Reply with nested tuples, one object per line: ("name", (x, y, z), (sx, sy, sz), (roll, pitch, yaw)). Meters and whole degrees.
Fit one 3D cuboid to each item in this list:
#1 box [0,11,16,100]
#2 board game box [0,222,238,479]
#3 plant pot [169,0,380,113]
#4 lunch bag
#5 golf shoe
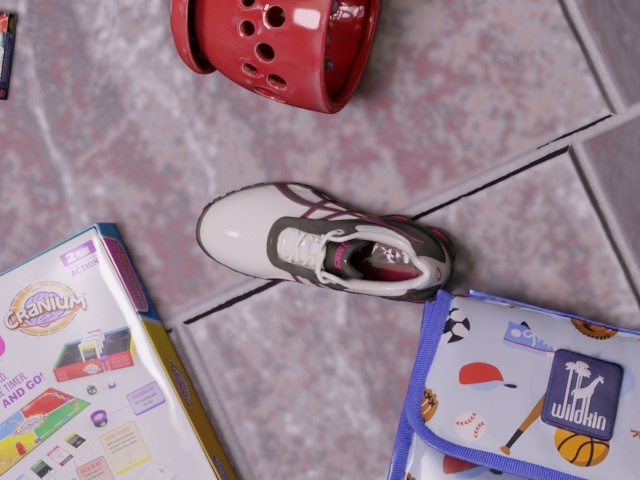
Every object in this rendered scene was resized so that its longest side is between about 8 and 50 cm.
("box", (-0.401, -0.206, 1.599), (0.137, 0.027, 0.094), (7, 92, 9))
("board game box", (-0.262, 0.173, 1.569), (0.242, 0.064, 0.316), (-26, 87, 9))
("plant pot", (-0.045, -0.232, 1.467), (0.174, 0.191, 0.191), (11, 93, 16))
("lunch bag", (0.218, 0.261, 1.418), (0.328, 0.239, 0.385), (14, 83, 6))
("golf shoe", (0.000, 0.000, 1.499), (0.273, 0.120, 0.105), (9, 94, 10))
